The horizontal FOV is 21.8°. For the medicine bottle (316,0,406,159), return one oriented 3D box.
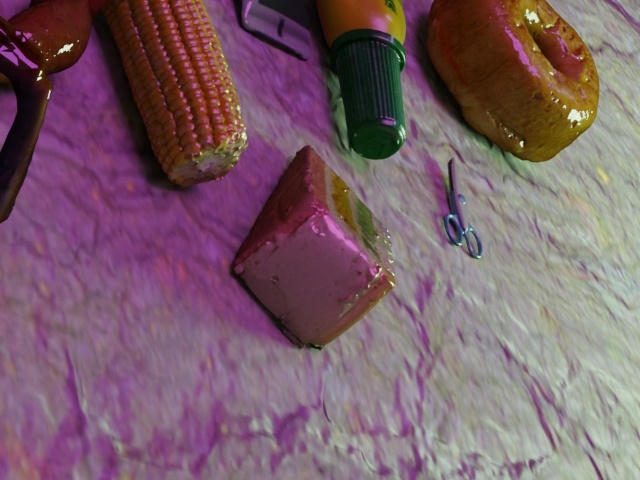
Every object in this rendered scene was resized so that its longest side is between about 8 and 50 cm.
[{"bbox_3d":[0.043,-0.202,1.635,0.111,0.076,0.309,30,35,-32],"label":"medicine bottle"}]

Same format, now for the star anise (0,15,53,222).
[{"bbox_3d":[-0.275,-0.142,1.001,0.148,0.237,0.346,-49,125,-34],"label":"star anise"}]

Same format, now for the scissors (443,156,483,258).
[{"bbox_3d":[0.137,-0.036,1.658,0.058,0.014,0.119,30,39,-38],"label":"scissors"}]

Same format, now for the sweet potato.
[{"bbox_3d":[-0.203,-0.155,1.238,0.058,0.055,0.202,64,24,-18],"label":"sweet potato"}]

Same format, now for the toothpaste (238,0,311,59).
[{"bbox_3d":[-0.063,-0.358,1.646,0.099,0.061,0.392,21,54,-46],"label":"toothpaste"}]

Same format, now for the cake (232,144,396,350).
[{"bbox_3d":[0.014,-0.012,1.373,0.109,0.090,0.225,44,29,-10],"label":"cake"}]

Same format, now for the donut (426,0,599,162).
[{"bbox_3d":[0.215,-0.194,1.849,0.227,0.114,0.226,37,34,-30],"label":"donut"}]

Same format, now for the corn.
[{"bbox_3d":[-0.122,-0.156,1.330,0.081,0.081,0.248,15,46,-50],"label":"corn"}]
